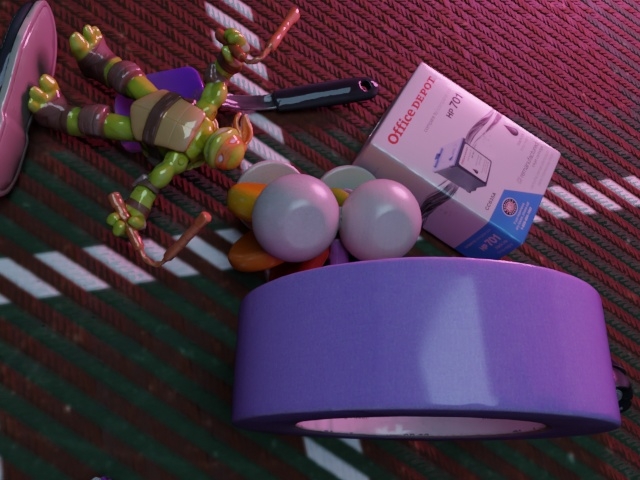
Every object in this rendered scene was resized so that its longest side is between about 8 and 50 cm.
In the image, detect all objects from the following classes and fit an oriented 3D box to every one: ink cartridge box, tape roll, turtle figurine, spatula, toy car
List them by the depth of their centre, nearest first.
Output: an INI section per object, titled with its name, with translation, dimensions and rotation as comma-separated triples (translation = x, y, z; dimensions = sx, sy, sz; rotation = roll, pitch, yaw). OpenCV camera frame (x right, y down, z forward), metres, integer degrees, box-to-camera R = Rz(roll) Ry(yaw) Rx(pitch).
[tape roll]
translation = 0.072, 0.100, 0.451
dimensions = 0.274, 0.275, 0.090
rotation = 6, 68, -14
[toy car]
translation = 0.000, 0.000, 0.557
dimensions = 0.182, 0.159, 0.136
rotation = 2, 103, -16
[turtle figurine]
translation = -0.147, -0.125, 0.560
dimensions = 0.217, 0.087, 0.270
rotation = 26, 86, 13
[spatula]
translation = -0.071, -0.155, 0.645
dimensions = 0.296, 0.030, 0.084
rotation = -11, 77, -21
[ink cartridge box]
translation = 0.148, -0.083, 0.655
dimensions = 0.190, 0.082, 0.140
rotation = 33, 64, -4

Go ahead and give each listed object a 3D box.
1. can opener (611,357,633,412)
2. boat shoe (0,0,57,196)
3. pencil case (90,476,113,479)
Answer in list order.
[can opener]
translation = 0.239, 0.152, 0.611
dimensions = 0.186, 0.073, 0.059
rotation = 2, 107, -12
[boat shoe]
translation = -0.302, -0.142, 0.548
dimensions = 0.064, 0.075, 0.206
rotation = 7, 70, -2
[pencil case]
translation = -0.215, 0.230, 0.431
dimensions = 0.151, 0.064, 0.070
rotation = -17, 91, -22
